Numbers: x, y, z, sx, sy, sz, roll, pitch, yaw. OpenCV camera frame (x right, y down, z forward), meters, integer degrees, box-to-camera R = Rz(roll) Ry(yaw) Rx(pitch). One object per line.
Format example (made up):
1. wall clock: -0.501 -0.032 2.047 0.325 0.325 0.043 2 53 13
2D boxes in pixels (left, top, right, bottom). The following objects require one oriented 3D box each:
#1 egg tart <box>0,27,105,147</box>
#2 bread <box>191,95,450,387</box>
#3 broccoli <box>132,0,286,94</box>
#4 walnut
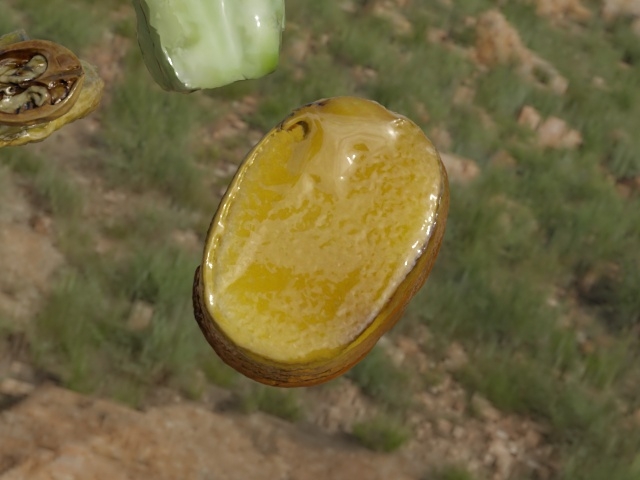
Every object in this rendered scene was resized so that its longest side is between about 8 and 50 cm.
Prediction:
1. egg tart: -0.389 -0.162 1.631 0.294 0.123 0.294 -19 12 4
2. bread: 0.000 0.000 1.240 0.195 0.269 0.142 31 -7 3
3. broccoli: -0.075 -0.234 0.851 0.293 0.281 0.348 -3 13 31
4. walnut: -0.296 -0.154 1.452 0.121 0.091 0.052 -9 -20 1
